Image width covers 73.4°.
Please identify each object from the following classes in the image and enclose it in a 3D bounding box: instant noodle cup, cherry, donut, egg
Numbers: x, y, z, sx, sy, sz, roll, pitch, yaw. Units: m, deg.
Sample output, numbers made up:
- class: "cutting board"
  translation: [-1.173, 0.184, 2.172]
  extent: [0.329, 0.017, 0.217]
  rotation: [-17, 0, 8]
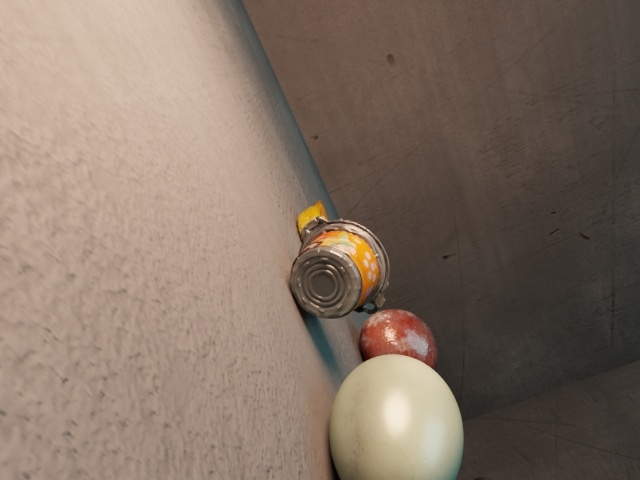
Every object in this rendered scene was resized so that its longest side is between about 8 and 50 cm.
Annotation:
- class: "instant noodle cup"
  translation: [0.022, 0.062, 0.758]
  extent: [0.208, 0.178, 0.125]
  rotation: [38, 22, 8]
- class: "cherry"
  translation: [0.229, 0.315, 1.233]
  extent: [0.285, 0.212, 0.236]
  rotation: [51, 6, -33]
- class: "donut"
  translation: [-0.001, 0.001, 1.069]
  extent: [0.174, 0.074, 0.190]
  rotation: [-106, 174, -48]
- class: "egg"
  translation: [0.101, 0.261, 0.589]
  extent: [0.183, 0.182, 0.264]
  rotation: [67, 14, -2]
